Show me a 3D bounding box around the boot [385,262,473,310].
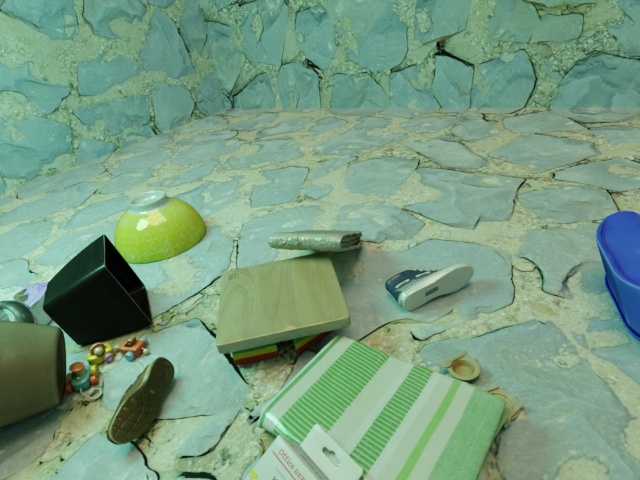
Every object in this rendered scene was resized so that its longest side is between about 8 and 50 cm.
[{"bbox_3d":[0.242,0.083,0.955,0.190,0.069,0.086,-20,34,-15],"label":"boot"}]

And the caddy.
[{"bbox_3d":[0.661,0.062,0.773,0.241,0.179,0.341,-22,22,29],"label":"caddy"}]

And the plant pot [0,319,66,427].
[{"bbox_3d":[-0.604,0.246,0.775,0.229,0.263,0.263,-1,25,-24],"label":"plant pot"}]

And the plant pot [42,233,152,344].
[{"bbox_3d":[-0.530,0.129,1.003,0.167,0.188,0.187,-30,34,-12],"label":"plant pot"}]

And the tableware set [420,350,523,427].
[{"bbox_3d":[0.233,0.254,0.709,0.141,0.020,0.169,-19,31,-16],"label":"tableware set"}]

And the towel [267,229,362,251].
[{"bbox_3d":[0.000,0.000,1.095,0.187,0.049,0.282,1,3,18],"label":"towel"}]

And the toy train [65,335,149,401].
[{"bbox_3d":[-0.450,0.250,0.889,0.125,0.046,0.166,3,31,22],"label":"toy train"}]

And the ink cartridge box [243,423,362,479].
[{"bbox_3d":[-0.044,0.329,0.538,0.104,0.061,0.181,27,72,45],"label":"ink cartridge box"}]

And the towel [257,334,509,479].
[{"bbox_3d":[0.090,0.268,0.658,0.324,0.038,0.248,13,31,36],"label":"towel"}]

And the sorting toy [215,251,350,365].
[{"bbox_3d":[-0.082,0.146,0.920,0.255,0.089,0.257,-11,29,-4],"label":"sorting toy"}]

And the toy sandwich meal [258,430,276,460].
[{"bbox_3d":[-0.059,0.324,0.659,0.085,0.029,0.085,-7,29,4],"label":"toy sandwich meal"}]

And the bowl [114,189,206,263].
[{"bbox_3d":[-0.529,-0.068,1.364,0.289,0.156,0.289,-8,29,4],"label":"bowl"}]

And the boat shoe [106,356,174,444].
[{"bbox_3d":[-0.329,0.293,0.774,0.060,0.064,0.178,-32,19,24],"label":"boat shoe"}]

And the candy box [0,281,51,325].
[{"bbox_3d":[-0.784,0.187,1.072,0.196,0.070,0.165,-8,30,2],"label":"candy box"}]

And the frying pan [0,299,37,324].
[{"bbox_3d":[-0.800,0.226,0.951,0.326,0.053,0.197,-5,60,2],"label":"frying pan"}]
